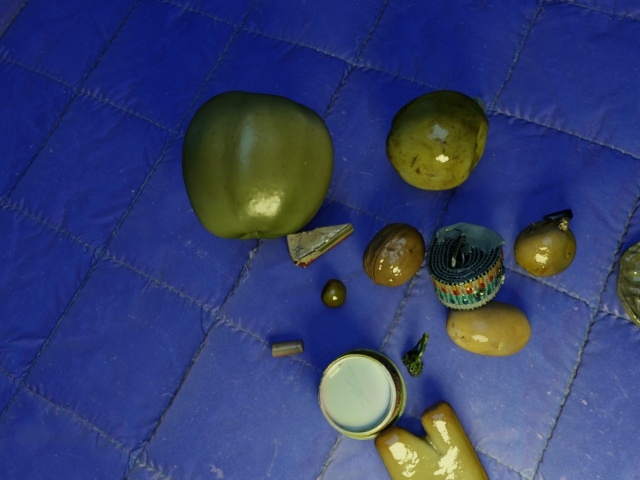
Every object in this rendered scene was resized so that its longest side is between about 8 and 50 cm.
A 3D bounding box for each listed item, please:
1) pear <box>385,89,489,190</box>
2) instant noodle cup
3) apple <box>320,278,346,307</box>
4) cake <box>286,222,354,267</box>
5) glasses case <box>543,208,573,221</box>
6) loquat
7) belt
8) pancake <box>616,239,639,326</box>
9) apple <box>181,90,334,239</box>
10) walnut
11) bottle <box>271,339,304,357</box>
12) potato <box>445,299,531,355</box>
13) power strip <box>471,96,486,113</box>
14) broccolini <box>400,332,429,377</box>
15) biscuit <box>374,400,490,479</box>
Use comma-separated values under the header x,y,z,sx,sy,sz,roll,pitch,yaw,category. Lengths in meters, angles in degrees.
x,y,z,sx,sy,sz,roll,pitch,yaw,category
0.344,-0.300,1.461,0.305,0.304,0.303,-3,73,9,pear
0.111,0.424,1.327,0.265,0.200,0.264,-2,73,8,instant noodle cup
0.041,0.162,1.472,0.075,0.089,0.089,11,75,-3,apple
-0.001,0.019,1.522,0.221,0.086,0.116,-6,72,8,cake
0.728,-0.072,1.464,0.084,0.023,0.033,-16,70,5,glasses case
0.647,0.015,1.374,0.172,0.204,0.149,0,38,-20,loquat
0.419,0.066,1.374,0.207,0.149,0.257,3,45,31,belt
0.988,0.122,1.352,0.295,0.049,0.294,-3,75,12,pancake
-0.188,-0.216,1.446,0.475,0.473,0.472,-3,73,9,apple
0.222,0.045,1.443,0.167,0.167,0.207,34,84,17,walnut
-0.101,0.330,1.470,0.097,0.045,0.045,-9,73,6,bottle
0.475,0.249,1.359,0.234,0.146,0.150,3,106,10,potato
0.442,-0.428,1.612,0.227,0.029,0.079,-10,73,7,power strip
0.266,0.314,1.342,0.058,0.201,0.074,-33,56,-20,broccolini
0.301,0.596,1.271,0.237,0.062,0.290,-26,94,-1,biscuit
